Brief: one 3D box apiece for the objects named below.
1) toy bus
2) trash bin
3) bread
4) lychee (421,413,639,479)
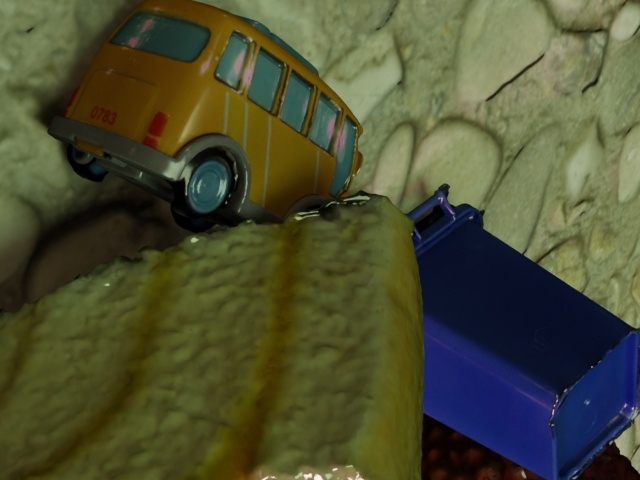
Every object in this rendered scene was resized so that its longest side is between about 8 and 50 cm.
[{"bbox_3d":[-0.061,-0.072,0.753,0.209,0.126,0.136,31,81,-50],"label":"toy bus"},{"bbox_3d":[0.148,0.083,0.970,0.162,0.234,0.184,-35,135,-26],"label":"trash bin"},{"bbox_3d":[-0.076,0.167,0.676,0.395,0.264,0.239,-23,138,-2],"label":"bread"},{"bbox_3d":[0.168,0.293,1.069,0.330,0.306,0.306,-37,136,-34],"label":"lychee"}]
